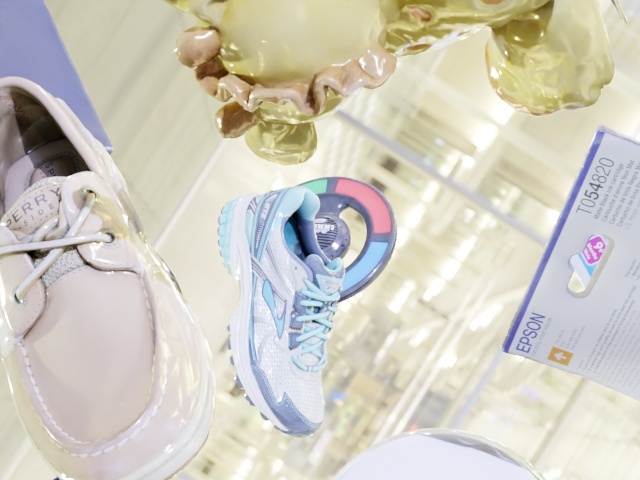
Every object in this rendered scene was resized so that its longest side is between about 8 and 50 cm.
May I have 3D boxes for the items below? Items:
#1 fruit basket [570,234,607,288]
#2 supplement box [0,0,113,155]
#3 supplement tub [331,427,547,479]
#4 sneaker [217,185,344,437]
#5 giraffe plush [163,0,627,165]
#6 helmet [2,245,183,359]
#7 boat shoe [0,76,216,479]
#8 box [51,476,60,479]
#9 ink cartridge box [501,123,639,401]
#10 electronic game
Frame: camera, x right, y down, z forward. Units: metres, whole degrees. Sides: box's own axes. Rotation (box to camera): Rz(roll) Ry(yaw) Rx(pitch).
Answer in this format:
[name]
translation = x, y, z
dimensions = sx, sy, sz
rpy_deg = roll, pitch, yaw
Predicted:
[fruit basket]
translation = 0.431, 0.053, 1.067
dimensions = 0.353, 0.327, 0.165
rpy_deg = -30, 162, 12
[supplement box]
translation = -0.379, -0.043, 1.135
dimensions = 0.195, 0.194, 0.356
rpy_deg = 3, 139, -46
[supplement tub]
translation = 0.109, 0.303, 1.146
dimensions = 0.241, 0.241, 0.331
rpy_deg = -57, 165, -13
[sneaker]
translation = -0.032, 0.071, 1.383
dimensions = 0.122, 0.283, 0.110
rpy_deg = -21, 163, 29
[giraffe plush]
translation = 0.024, -0.110, 0.552
dimensions = 0.170, 0.181, 0.210
rpy_deg = -21, -157, 10
[helmet]
translation = -0.189, 0.068, 1.065
dimensions = 0.169, 0.169, 0.161
rpy_deg = -57, 150, -18
[boat shoe]
translation = -0.141, 0.013, 0.691
dimensions = 0.109, 0.098, 0.302
rpy_deg = -27, -139, 0
[box]
translation = -0.248, 0.268, 1.079
dimensions = 0.137, 0.072, 0.126
rpy_deg = -42, 174, 26
[ink cartridge box]
translation = 0.249, 0.033, 0.797
dimensions = 0.223, 0.224, 0.045
rpy_deg = 104, 10, -48
[electronic game]
translation = 0.000, 0.000, 1.834
dimensions = 0.229, 0.229, 0.048
rpy_deg = -57, 146, -23
